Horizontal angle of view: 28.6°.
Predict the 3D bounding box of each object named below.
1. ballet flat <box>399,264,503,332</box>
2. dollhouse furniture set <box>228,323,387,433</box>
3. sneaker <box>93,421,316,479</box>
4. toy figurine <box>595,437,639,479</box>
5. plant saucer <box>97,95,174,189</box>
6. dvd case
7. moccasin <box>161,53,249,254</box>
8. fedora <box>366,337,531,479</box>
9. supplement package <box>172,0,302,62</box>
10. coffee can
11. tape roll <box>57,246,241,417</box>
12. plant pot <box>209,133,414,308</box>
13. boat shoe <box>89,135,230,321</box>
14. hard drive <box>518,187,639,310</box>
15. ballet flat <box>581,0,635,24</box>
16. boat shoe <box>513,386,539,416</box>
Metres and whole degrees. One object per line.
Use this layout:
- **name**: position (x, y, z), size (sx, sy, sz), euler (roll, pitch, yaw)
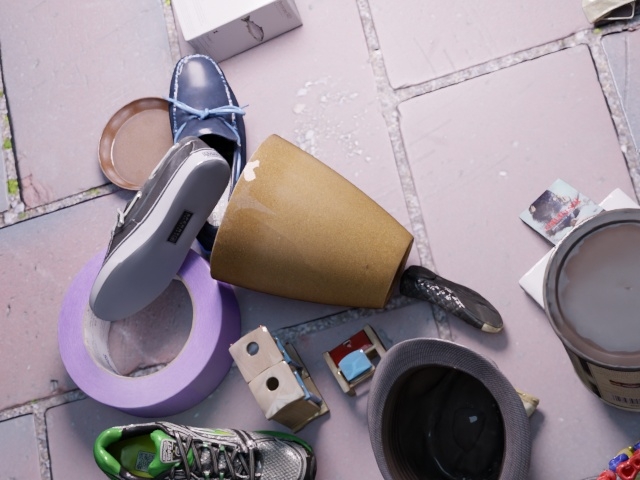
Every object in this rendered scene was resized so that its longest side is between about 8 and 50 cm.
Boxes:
- **ballet flat**: position (0.194, 0.091, 1.855), size (0.173, 0.057, 0.049), euler (30, 124, 25)
- **dollhouse furniture set**: position (-0.011, 0.171, 1.839), size (0.184, 0.129, 0.129), euler (-34, 66, 5)
- **sneaker**: position (-0.172, 0.334, 1.827), size (0.344, 0.146, 0.134), euler (-2, 72, 16)
- **toy figurine**: position (0.427, 0.379, 1.601), size (0.362, 0.191, 0.217), euler (-37, 78, 14)
- **plant saucer**: position (-0.290, -0.159, 2.093), size (0.169, 0.029, 0.168), euler (-6, 71, 16)
- **dvd case**: position (0.354, -0.036, 1.831), size (0.087, 0.013, 0.119), euler (-43, 39, 0)
- **moccasin**: position (-0.166, -0.152, 1.993), size (0.138, 0.117, 0.342), euler (-13, 72, -6)
- **fedora**: position (0.192, 0.250, 1.722), size (0.244, 0.124, 0.275), euler (5, 105, 30)
- **supplement package**: position (-0.139, -0.386, 2.080), size (0.179, 0.105, 0.105), euler (-23, 66, 10)
- **coffee can**: position (0.402, 0.097, 1.610), size (0.202, 0.275, 0.201), euler (-5, 71, 16)
- **tape roll**: position (-0.267, 0.134, 1.954), size (0.275, 0.090, 0.274), euler (-5, 70, 15)
- **plant pot**: position (0.000, 0.000, 1.862), size (0.254, 0.237, 0.237), euler (24, 80, 8)
- **boat shoe**: position (-0.260, -0.022, 1.890), size (0.105, 0.113, 0.306), euler (42, 104, 42)
- **hard drive**: position (0.459, 0.097, 1.766), size (0.203, 0.040, 0.307), euler (-43, 66, 0)
- **ballet flat**: position (0.486, -0.370, 1.917), size (0.168, 0.057, 0.052), euler (-13, 97, 17)
- **boat shoe**: position (0.240, 0.203, 1.794), size (0.153, 0.056, 0.048), euler (36, 76, 23)
